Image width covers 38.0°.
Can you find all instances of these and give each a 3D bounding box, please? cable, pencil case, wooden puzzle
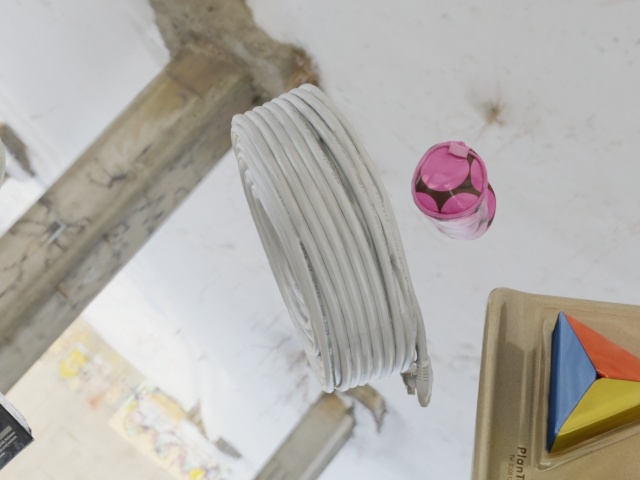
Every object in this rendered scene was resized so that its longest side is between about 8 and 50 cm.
[{"bbox_3d":[0.000,0.000,0.785,0.257,0.089,0.257,-120,12,-46],"label":"cable"},{"bbox_3d":[0.158,-0.058,1.079,0.095,0.098,0.209,28,-179,12],"label":"pencil case"},{"bbox_3d":[0.291,0.189,0.708,0.348,0.322,0.080,8,150,5],"label":"wooden puzzle"}]

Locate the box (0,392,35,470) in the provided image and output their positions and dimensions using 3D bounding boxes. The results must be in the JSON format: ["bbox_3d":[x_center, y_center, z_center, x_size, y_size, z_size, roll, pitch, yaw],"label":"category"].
[{"bbox_3d":[-0.443,0.206,1.135,0.158,0.093,0.156,51,162,-13],"label":"box"}]

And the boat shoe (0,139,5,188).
[{"bbox_3d":[-0.357,0.016,0.621,0.116,0.319,0.099,51,172,13],"label":"boat shoe"}]
